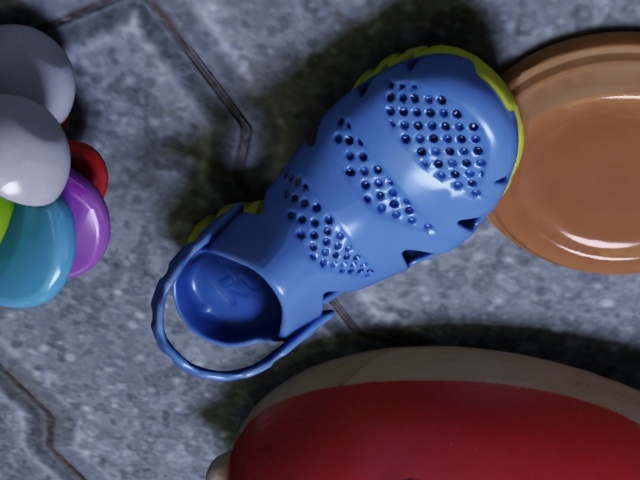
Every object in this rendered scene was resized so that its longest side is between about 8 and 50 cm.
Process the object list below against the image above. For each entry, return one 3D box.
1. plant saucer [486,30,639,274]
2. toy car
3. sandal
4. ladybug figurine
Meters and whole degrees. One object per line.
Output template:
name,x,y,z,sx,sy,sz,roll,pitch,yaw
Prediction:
plant saucer,0.191,-0.044,0.883,0.199,0.037,0.200,5,137,5
toy car,-0.195,-0.030,0.870,0.136,0.182,0.159,33,117,-28
sandal,0.000,0.000,0.877,0.126,0.138,0.317,46,127,-3
ladybug figurine,0.119,0.237,1.048,0.449,0.162,0.305,7,118,15
